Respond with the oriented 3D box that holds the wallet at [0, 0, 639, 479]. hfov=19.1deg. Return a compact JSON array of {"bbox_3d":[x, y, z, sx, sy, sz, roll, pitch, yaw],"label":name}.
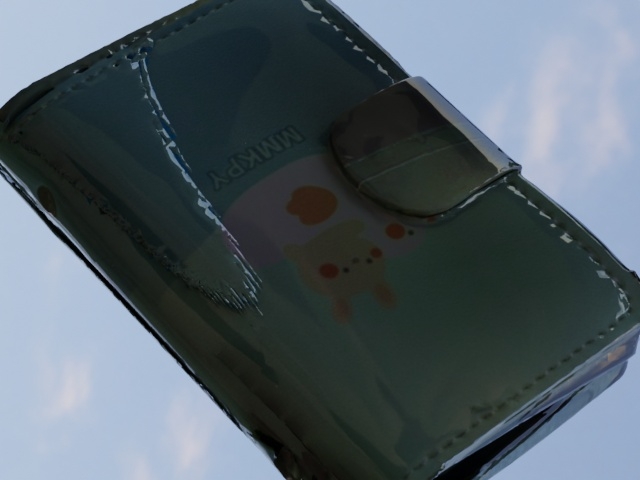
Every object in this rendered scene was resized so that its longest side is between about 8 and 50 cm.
[{"bbox_3d":[0.000,0.000,0.807,0.250,0.176,0.075,45,-32,24],"label":"wallet"}]
